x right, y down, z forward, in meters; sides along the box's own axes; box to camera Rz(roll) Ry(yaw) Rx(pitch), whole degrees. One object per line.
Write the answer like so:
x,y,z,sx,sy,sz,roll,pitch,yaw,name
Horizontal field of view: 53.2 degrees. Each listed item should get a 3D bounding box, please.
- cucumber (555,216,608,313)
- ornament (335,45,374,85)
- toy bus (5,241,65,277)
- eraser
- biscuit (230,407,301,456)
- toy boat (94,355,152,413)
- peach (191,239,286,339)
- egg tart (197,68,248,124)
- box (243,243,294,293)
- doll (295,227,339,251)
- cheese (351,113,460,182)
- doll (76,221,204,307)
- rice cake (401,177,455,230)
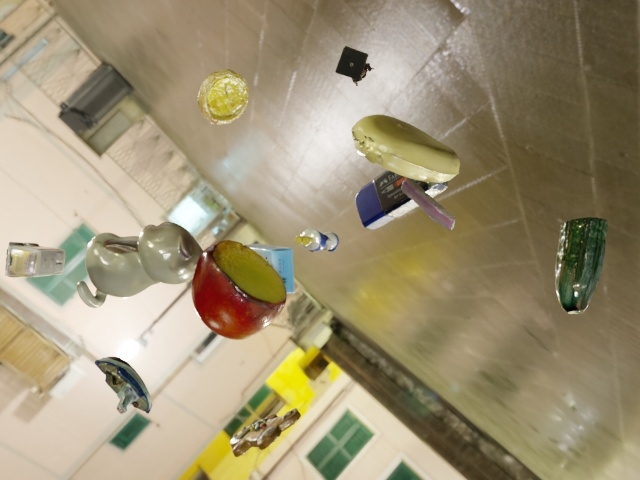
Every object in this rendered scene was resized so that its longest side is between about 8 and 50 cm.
0.636,0.059,1.553,0.115,0.244,0.063,10,167,8,cucumber
0.113,-0.509,1.932,0.088,0.081,0.203,24,-175,11,ornament
-0.742,0.052,1.666,0.106,0.092,0.268,6,177,-8,toy bus
0.266,-0.174,2.156,0.101,0.332,0.155,8,-121,-47,eraser
-0.199,0.615,2.045,0.301,0.197,0.049,-32,89,49,biscuit
-0.700,0.518,2.254,0.262,0.114,0.115,54,-145,0,toy boat
-0.246,0.139,1.800,0.275,0.245,0.248,48,178,-4,peach
-0.319,-0.465,2.062,0.074,0.191,0.191,35,168,41,egg tart
-0.177,0.090,2.052,0.232,0.083,0.143,7,100,57,box
0.000,0.000,1.516,0.098,0.058,0.143,12,-175,35,doll
0.214,-0.256,1.750,0.315,0.128,0.259,2,-153,-37,cheese
-0.539,0.054,1.944,0.215,0.370,0.226,59,-167,-61,doll
0.309,-0.104,1.823,0.207,0.036,0.047,47,153,26,rice cake
